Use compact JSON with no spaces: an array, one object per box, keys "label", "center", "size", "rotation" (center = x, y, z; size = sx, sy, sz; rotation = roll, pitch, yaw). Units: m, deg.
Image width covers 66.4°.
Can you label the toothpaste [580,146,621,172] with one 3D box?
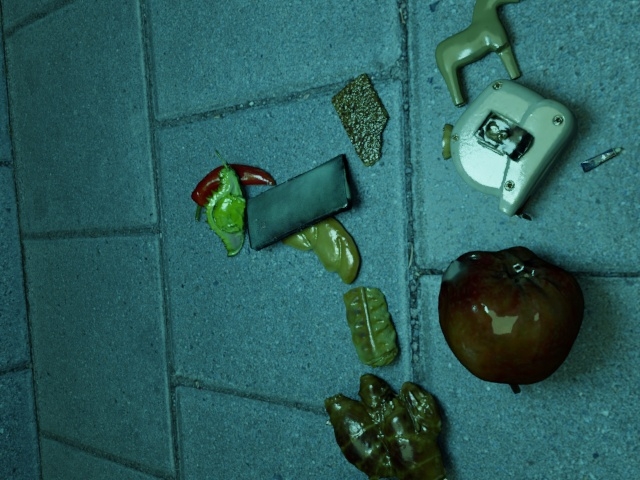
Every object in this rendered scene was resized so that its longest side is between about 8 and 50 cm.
[{"label":"toothpaste","center":[0.619,-0.180,1.080],"size":[0.083,0.019,0.027],"rotation":[-30,102,31]}]

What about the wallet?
[{"label":"wallet","center":[-0.072,-0.111,1.459],"size":[0.378,0.046,0.191],"rotation":[-23,60,29]}]

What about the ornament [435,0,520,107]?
[{"label":"ornament","center":[0.386,-0.481,1.173],"size":[0.230,0.061,0.245],"rotation":[-21,86,30]}]

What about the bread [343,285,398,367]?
[{"label":"bread","center":[0.139,0.244,1.384],"size":[0.128,0.088,0.232],"rotation":[-22,78,24]}]

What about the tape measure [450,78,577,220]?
[{"label":"tape measure","center":[0.434,-0.217,1.130],"size":[0.265,0.130,0.258],"rotation":[38,115,24]}]

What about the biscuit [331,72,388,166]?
[{"label":"biscuit","center":[0.124,-0.336,1.371],"size":[0.131,0.026,0.237],"rotation":[-32,77,32]}]

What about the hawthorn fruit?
[{"label":"hawthorn fruit","center":[0.414,0.170,1.099],"size":[0.308,0.325,0.308],"rotation":[-2,59,3]}]

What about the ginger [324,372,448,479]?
[{"label":"ginger","center":[0.175,0.518,1.342],"size":[0.357,0.152,0.275],"rotation":[3,96,30]}]

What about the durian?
[{"label":"durian","center":[-0.299,-0.098,1.562],"size":[0.132,0.107,0.375],"rotation":[7,120,8]}]

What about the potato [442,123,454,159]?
[{"label":"potato","center":[0.331,-0.252,1.244],"size":[0.036,0.037,0.093],"rotation":[3,96,27]}]

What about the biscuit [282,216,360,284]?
[{"label":"biscuit","center":[0.003,-0.003,1.467],"size":[0.299,0.045,0.154],"rotation":[31,108,26]}]

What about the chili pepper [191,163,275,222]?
[{"label":"chili pepper","center":[-0.322,-0.178,1.628],"size":[0.368,0.092,0.137],"rotation":[-20,90,33]}]
